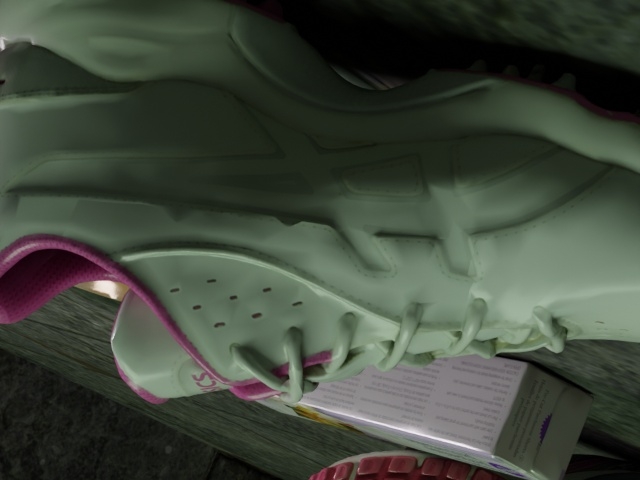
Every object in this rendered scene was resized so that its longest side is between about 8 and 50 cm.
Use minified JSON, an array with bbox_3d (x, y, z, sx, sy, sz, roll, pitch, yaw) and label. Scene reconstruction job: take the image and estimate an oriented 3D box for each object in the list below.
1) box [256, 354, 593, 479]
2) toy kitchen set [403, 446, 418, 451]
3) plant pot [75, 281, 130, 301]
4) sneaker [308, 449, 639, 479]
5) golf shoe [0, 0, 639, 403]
[{"bbox_3d":[0.048,0.103,1.169,0.063,0.067,0.324,28,167,-32],"label":"box"},{"bbox_3d":[0.109,0.144,1.260,0.075,0.083,0.068,18,127,24],"label":"toy kitchen set"},{"bbox_3d":[-0.227,-0.013,1.258,0.236,0.032,0.236,22,169,5],"label":"plant pot"},{"bbox_3d":[0.128,0.207,1.227,0.299,0.121,0.112,6,-175,-12],"label":"sneaker"},{"bbox_3d":[0.015,0.005,0.559,0.306,0.140,0.115,18,167,19],"label":"golf shoe"}]
